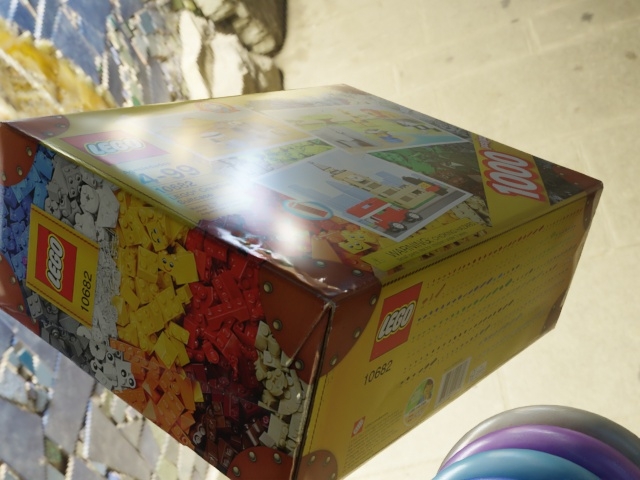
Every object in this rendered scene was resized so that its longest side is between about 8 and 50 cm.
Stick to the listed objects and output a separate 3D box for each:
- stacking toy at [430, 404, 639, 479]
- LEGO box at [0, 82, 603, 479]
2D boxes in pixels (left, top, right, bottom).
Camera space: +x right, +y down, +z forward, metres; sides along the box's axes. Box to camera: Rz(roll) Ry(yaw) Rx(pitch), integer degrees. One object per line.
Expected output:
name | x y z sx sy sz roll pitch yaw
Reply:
stacking toy | 0.060 0.154 0.312 0.141 0.330 0.141 0 89 26
LEGO box | 0.000 0.000 0.848 0.372 0.193 0.500 27 27 30
